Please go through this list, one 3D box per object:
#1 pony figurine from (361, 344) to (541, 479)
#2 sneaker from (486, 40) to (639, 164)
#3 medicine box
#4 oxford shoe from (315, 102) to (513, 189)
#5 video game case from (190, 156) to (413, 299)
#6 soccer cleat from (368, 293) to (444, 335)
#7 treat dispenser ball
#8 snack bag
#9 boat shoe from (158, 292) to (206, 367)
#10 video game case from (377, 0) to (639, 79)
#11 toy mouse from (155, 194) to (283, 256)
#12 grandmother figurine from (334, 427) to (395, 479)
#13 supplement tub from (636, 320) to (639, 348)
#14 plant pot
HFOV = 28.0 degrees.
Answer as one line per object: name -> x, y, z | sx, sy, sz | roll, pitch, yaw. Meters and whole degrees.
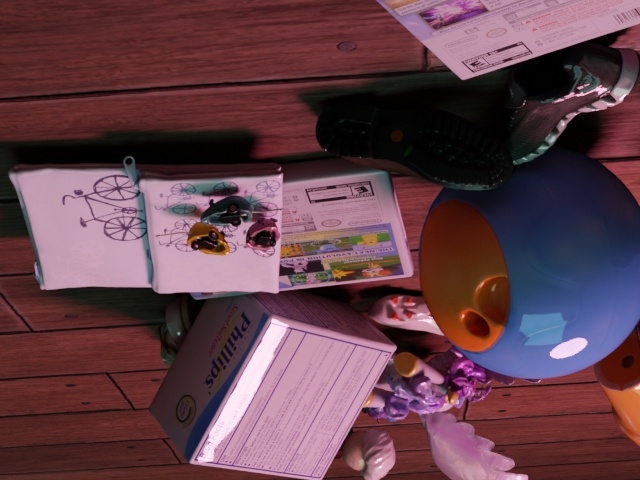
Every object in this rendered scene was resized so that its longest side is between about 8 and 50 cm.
pony figurine -> 0.197, 0.252, 2.218 | 0.351, 0.303, 0.363 | 21, 180, 40
sneaker -> 0.237, -0.158, 1.417 | 0.106, 0.078, 0.234 | 17, 150, -28
medicine box -> -0.073, 0.216, 2.004 | 0.289, 0.149, 0.264 | 18, 106, -43
oxford shoe -> 0.115, -0.109, 1.483 | 0.227, 0.083, 0.096 | 17, 179, 14
video game case -> -0.053, -0.013, 1.742 | 0.328, 0.036, 0.300 | -7, 151, 8
soccer cleat -> 0.171, 0.120, 2.105 | 0.196, 0.068, 0.076 | 10, 169, -26
treat dispenser ball -> 0.262, 0.026, 1.578 | 0.288, 0.288, 0.288 | -2, 158, -1
snack bag -> -0.220, -0.009, 1.662 | 0.342, 0.037, 0.323 | 1, 151, -4
boat shoe -> -0.214, 0.171, 2.109 | 0.103, 0.113, 0.302 | -7, 155, 8
video game case -> 0.196, -0.257, 1.179 | 0.269, 0.061, 0.244 | -15, 156, 27
toy mouse -> -0.096, -0.023, 1.579 | 0.161, 0.031, 0.143 | 21, 142, -39
grandmother figurine -> -0.015, 0.325, 2.285 | 0.342, 0.104, 0.208 | 25, 154, 27
supplement tub -> 0.642, 0.152, 2.174 | 0.197, 0.106, 0.106 | -12, 156, 20
plant pot -> 0.600, 0.258, 2.339 | 0.205, 0.205, 0.188 | -20, 137, 36
